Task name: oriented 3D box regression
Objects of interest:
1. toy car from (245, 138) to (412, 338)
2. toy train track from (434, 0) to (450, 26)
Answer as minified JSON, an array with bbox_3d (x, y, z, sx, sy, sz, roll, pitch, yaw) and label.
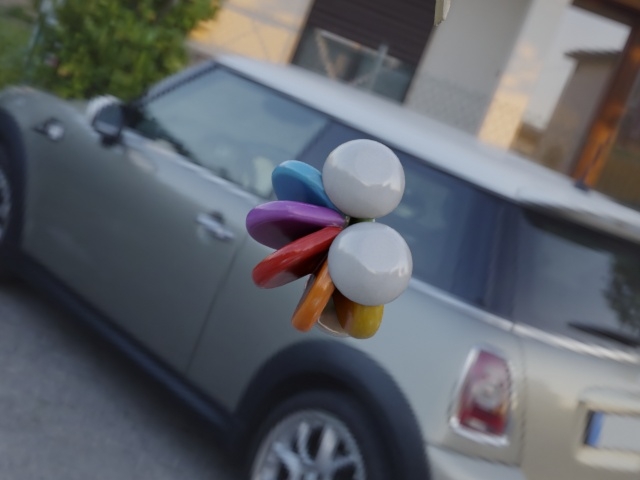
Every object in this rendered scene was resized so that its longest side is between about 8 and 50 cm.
[{"bbox_3d":[0.000,0.000,1.139,0.136,0.182,0.159,2,-22,-13],"label":"toy car"},{"bbox_3d":[0.063,-0.116,0.517,0.014,0.048,0.083,8,-9,-16],"label":"toy train track"}]
